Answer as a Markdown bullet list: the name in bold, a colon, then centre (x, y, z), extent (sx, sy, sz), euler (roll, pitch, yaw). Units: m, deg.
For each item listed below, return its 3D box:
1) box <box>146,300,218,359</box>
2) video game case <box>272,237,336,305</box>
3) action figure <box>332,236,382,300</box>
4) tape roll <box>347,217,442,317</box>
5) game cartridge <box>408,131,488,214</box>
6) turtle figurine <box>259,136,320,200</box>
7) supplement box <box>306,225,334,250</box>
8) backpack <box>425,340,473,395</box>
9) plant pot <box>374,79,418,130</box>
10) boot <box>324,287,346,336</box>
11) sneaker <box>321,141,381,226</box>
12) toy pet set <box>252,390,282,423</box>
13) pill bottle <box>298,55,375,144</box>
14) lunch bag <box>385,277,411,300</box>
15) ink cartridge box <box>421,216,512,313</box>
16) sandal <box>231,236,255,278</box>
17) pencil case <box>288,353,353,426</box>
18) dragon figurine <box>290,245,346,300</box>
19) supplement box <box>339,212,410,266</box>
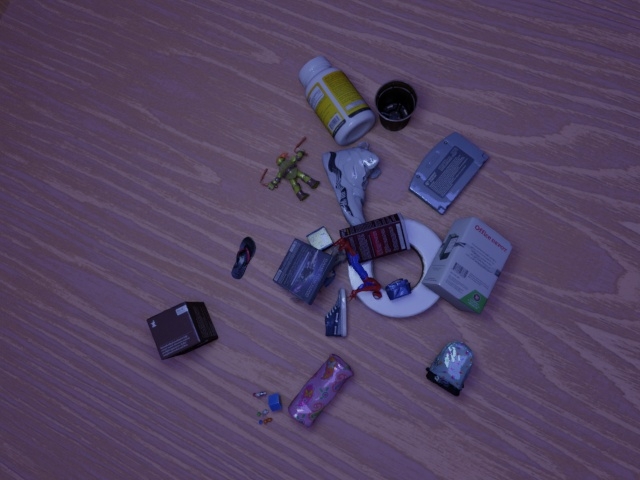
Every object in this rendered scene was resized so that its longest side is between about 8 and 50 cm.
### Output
- **box**: centre (-0.530, 0.345, 1.790), extent (0.168, 0.203, 0.167), euler (-25, 80, 3)
- **video game case**: centre (-0.069, 0.112, 1.764), extent (0.274, 0.026, 0.196), euler (24, 85, 53)
- **action figure**: centre (0.120, 0.137, 1.686), extent (0.139, 0.091, 0.280), euler (-41, 112, -2)
- **tape roll**: centre (0.298, 0.106, 1.790), extent (0.391, 0.072, 0.393), euler (-1, 83, 7)
- **game cartridge**: centre (0.496, -0.274, 1.828), extent (0.198, 0.062, 0.297), euler (40, 88, 15)
- **turtle figurine**: centre (-0.107, -0.284, 1.884), extent (0.269, 0.087, 0.217), euler (-45, 80, -1)
- **supplement box**: centre (0.000, 0.000, 1.847), extent (0.083, 0.056, 0.083), euler (-30, 80, 2)
- **backpack**: centre (0.490, 0.462, 1.696), extent (0.151, 0.115, 0.182), euler (30, 84, 12)
- **plant pot**: centre (0.296, -0.523, 1.829), extent (0.166, 0.165, 0.167), euler (-1, 83, 6)
- **boot**: centre (0.058, 0.280, 1.794), extent (0.085, 0.069, 0.190), euler (-1, 84, 4)
- **sneaker**: centre (0.154, -0.219, 1.805), extent (0.210, 0.137, 0.366), euler (-22, 70, 4)
- **toy pet set**: centre (-0.205, 0.642, 1.779), extent (0.114, 0.065, 0.122), euler (-17, 81, 4)
- **pill bottle**: centre (0.058, -0.564, 1.852), extent (0.187, 0.188, 0.334), euler (-34, 80, 1)
- **lunch bag**: centre (0.291, 0.178, 1.710), extent (0.098, 0.067, 0.065), euler (-21, 81, 3)
- **ink cartridge box**: centre (0.539, 0.089, 1.686), extent (0.211, 0.121, 0.289), euler (35, 78, -15)
- **sandal**: centre (-0.316, 0.071, 1.883), extent (0.067, 0.040, 0.179), euler (19, 85, 9)
- **pencil case**: centre (0.001, 0.568, 1.741), extent (0.124, 0.124, 0.284), euler (39, 88, 10)
- **dragon figurine**: centre (0.007, 0.137, 1.813), extent (0.085, 0.144, 0.289), euler (39, 107, 9)
- **supplement box**: centre (0.201, -0.004, 1.716), extent (0.239, 0.073, 0.130), euler (-16, 117, 4)
